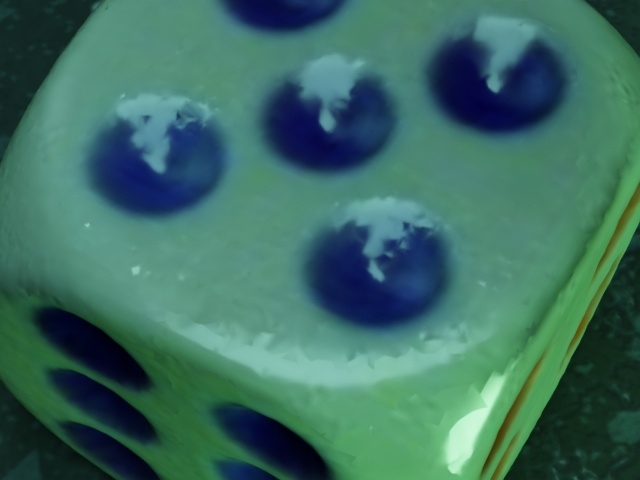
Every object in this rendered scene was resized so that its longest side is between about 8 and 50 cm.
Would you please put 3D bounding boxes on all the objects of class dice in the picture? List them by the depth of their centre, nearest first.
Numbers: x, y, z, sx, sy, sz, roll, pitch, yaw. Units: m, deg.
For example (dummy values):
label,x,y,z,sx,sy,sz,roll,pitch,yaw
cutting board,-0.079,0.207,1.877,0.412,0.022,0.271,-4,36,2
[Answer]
label,x,y,z,sx,sy,sz,roll,pitch,yaw
dice,0.000,0.000,1.050,0.304,0.277,0.304,28,63,12
